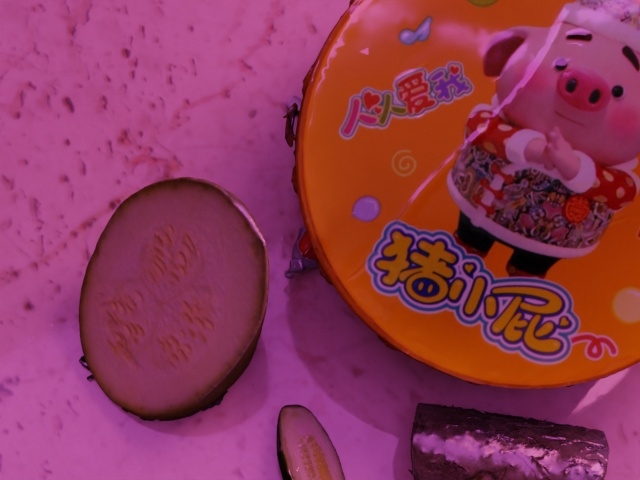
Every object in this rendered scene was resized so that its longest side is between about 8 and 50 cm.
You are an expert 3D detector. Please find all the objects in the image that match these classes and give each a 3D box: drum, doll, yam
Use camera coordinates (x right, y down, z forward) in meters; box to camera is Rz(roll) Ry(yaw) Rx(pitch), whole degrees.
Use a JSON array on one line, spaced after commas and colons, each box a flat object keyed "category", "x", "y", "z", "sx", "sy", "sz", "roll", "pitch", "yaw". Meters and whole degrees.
[{"category": "drum", "x": 0.178, "y": -0.081, "z": 1.134, "sx": 0.431, "sy": 0.214, "sz": 0.430, "roll": 0, "pitch": 97, "yaw": 0}, {"category": "doll", "x": 0.000, "y": 0.000, "z": 1.265, "sx": 0.114, "sy": 0.039, "sz": 0.057, "roll": -44, "pitch": 106, "yaw": -22}, {"category": "yam", "x": 0.174, "y": 0.212, "z": 1.171, "sx": 0.183, "sy": 0.107, "sz": 0.107, "roll": 12, "pitch": 72, "yaw": 4}]

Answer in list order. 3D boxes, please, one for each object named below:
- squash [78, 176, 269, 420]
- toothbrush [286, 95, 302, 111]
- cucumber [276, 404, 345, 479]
[{"category": "squash", "x": -0.145, "y": 0.059, "z": 1.125, "sx": 0.189, "sy": 0.260, "sz": 0.189, "roll": 1, "pitch": 74, "yaw": -4}, {"category": "toothbrush", "x": 0.068, "y": -0.080, "z": 1.303, "sx": 0.257, "sy": 0.024, "sz": 0.018, "roll": 35, "pitch": 74, "yaw": 10}, {"category": "cucumber", "x": -0.017, "y": 0.215, "z": 1.195, "sx": 0.067, "sy": 0.035, "sz": 0.107, "roll": 3, "pitch": 56, "yaw": -35}]
